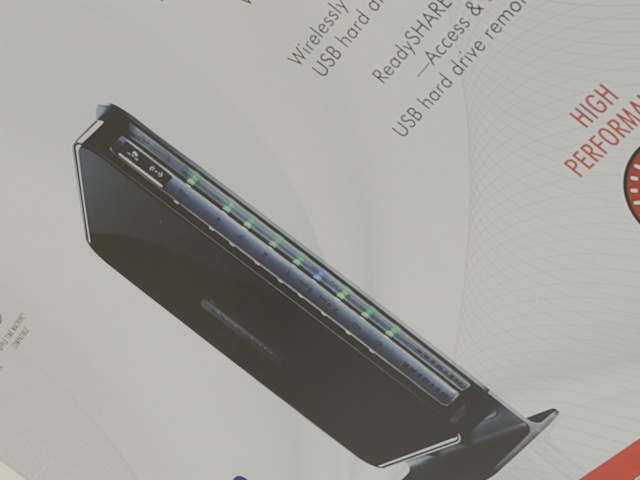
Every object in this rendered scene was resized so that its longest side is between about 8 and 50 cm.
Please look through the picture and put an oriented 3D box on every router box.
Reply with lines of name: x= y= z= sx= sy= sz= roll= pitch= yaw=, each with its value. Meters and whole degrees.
router box: x=0.000 y=0.000 z=0.466 sx=0.301 sy=0.335 sz=0.082 roll=37 pitch=44 yaw=-4
